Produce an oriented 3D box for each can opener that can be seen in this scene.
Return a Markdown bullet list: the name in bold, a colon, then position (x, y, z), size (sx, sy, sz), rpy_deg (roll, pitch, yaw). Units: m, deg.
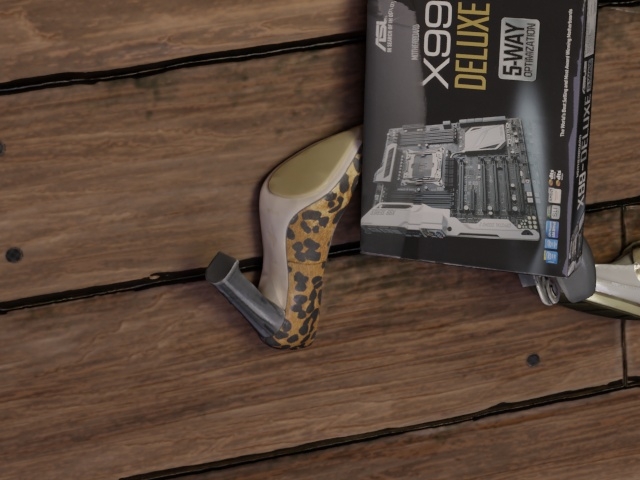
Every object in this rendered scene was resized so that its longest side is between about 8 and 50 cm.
- **can opener**: position (0.238, -0.062, 1.758), size (0.095, 0.076, 0.283), rpy_deg (-17, 95, 25)

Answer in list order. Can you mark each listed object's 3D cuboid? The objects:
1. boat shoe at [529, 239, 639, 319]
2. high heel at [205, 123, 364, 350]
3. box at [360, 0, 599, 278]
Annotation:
- **boat shoe**: position (0.399, 0.049, 1.886), size (0.302, 0.113, 0.103), rpy_deg (12, 85, -16)
- **high heel**: position (0.000, 0.000, 1.783), size (0.261, 0.093, 0.186), rpy_deg (-48, 135, -7)
- **box**: position (0.170, -0.126, 1.688), size (0.242, 0.076, 0.307), rpy_deg (8, 105, 21)
